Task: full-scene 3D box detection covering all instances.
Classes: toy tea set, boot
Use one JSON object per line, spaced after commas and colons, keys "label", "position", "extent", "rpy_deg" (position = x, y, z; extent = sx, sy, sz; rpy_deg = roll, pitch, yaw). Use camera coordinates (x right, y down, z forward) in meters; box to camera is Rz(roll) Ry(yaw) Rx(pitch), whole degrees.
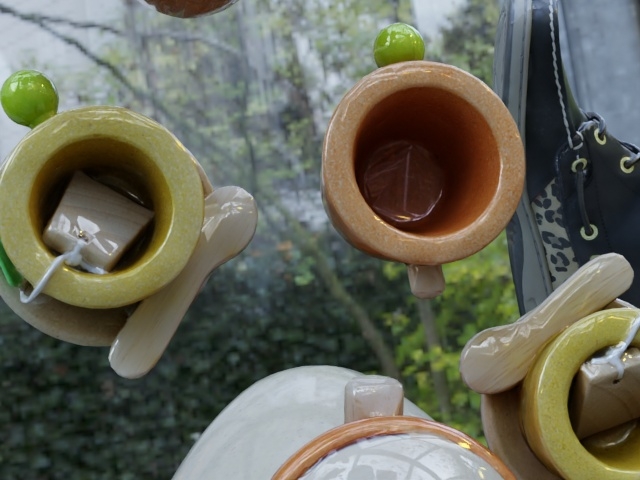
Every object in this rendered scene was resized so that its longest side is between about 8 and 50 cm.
{"label": "toy tea set", "position": [0.000, 0.000, 0.396], "extent": [0.200, 0.336, 0.124], "rpy_deg": [-40, 0, -13]}
{"label": "boot", "position": [0.198, -0.045, 0.722], "extent": [0.179, 0.236, 0.085], "rpy_deg": [-6, 27, 9]}

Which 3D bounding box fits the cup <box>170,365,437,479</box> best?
{"label": "cup", "position": [0.003, 0.243, 0.989], "extent": [0.331, 0.331, 0.237], "rpy_deg": [-8, 35, -1]}
